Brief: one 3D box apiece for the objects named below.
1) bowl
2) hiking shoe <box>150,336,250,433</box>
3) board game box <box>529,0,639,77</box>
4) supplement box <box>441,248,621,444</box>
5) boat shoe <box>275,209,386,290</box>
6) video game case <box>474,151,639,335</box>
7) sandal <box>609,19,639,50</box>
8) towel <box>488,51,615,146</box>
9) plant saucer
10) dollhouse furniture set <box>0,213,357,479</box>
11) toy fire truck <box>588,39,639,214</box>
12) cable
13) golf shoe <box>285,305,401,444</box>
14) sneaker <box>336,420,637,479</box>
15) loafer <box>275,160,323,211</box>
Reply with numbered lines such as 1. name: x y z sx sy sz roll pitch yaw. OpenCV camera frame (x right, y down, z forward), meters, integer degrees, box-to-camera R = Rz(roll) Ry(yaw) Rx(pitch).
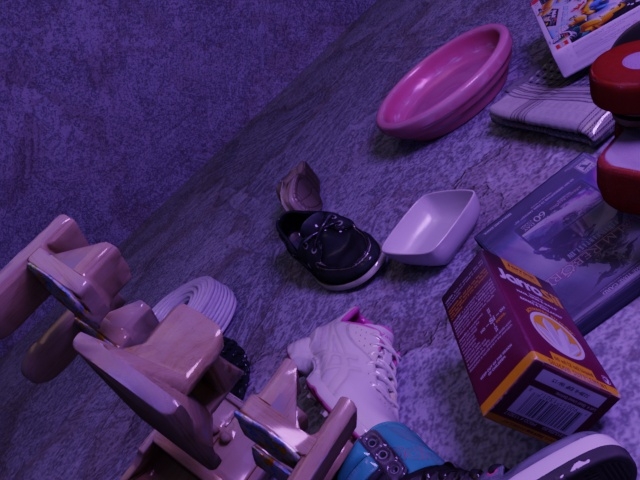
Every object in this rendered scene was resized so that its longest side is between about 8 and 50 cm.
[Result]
1. bowl: 0.180 -0.014 1.013 0.142 0.053 0.142 -52 24 -19
2. hiking shoe: -0.218 0.284 1.053 0.132 0.113 0.304 -25 28 35
3. board game box: 0.477 -0.400 1.106 0.192 0.053 0.305 -27 26 25
4. supplement box: 0.204 0.104 0.658 0.081 0.104 0.188 -57 18 25
5. boat shoe: 0.003 -0.003 1.207 0.127 0.113 0.340 -44 22 -5
6. video game case: 0.321 -0.006 0.804 0.196 0.026 0.274 -39 22 9
7. sandal: 0.537 -0.293 0.849 0.302 0.120 0.086 -18 -2 32
8. towel: 0.453 -0.290 1.059 0.312 0.056 0.324 -43 21 0
9. plant saucer: 0.273 -0.327 1.387 0.332 0.084 0.332 -36 23 18
10. dollhouse furniture set: -0.181 0.239 0.704 0.256 0.362 0.394 -52 -20 -24
11. toy fire truck: 0.438 -0.136 0.664 0.253 0.169 0.302 18 52 44
12. cable: -0.300 0.184 1.403 0.257 0.089 0.257 -43 22 -1
13. golf shoe: 0.050 0.170 0.824 0.140 0.115 0.306 -41 23 -4
14. sneaker: 0.121 0.228 0.596 0.295 0.124 0.178 -39 32 11
15. loafer: -0.055 -0.106 1.524 0.092 0.102 0.268 -37 13 17
